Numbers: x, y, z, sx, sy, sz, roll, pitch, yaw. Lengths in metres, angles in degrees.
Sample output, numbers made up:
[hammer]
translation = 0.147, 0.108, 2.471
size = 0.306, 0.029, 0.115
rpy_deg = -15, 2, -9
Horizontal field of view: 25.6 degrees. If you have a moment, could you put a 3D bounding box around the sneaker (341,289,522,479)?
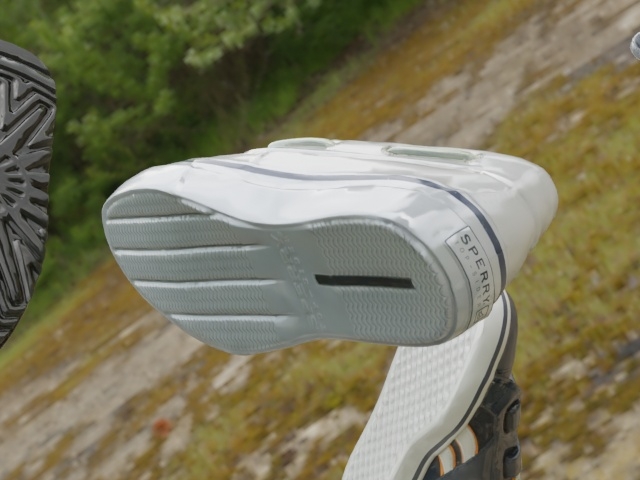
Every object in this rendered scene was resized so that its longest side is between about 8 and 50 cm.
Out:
[sneaker]
translation = 0.126, 0.158, 1.270
size = 0.126, 0.127, 0.321
rpy_deg = -102, 28, -45

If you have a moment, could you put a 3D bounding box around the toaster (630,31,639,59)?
[toaster]
translation = 0.271, -0.134, 0.773
size = 0.110, 0.186, 0.168
rpy_deg = 99, -176, -49

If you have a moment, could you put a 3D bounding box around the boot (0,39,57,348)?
[boot]
translation = -0.310, 0.031, 1.123
size = 0.260, 0.131, 0.348
rpy_deg = -53, 20, 39

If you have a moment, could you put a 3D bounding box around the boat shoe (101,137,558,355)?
[boat shoe]
translation = 0.000, 0.000, 0.569
size = 0.076, 0.083, 0.226
rpy_deg = -33, 26, -33
